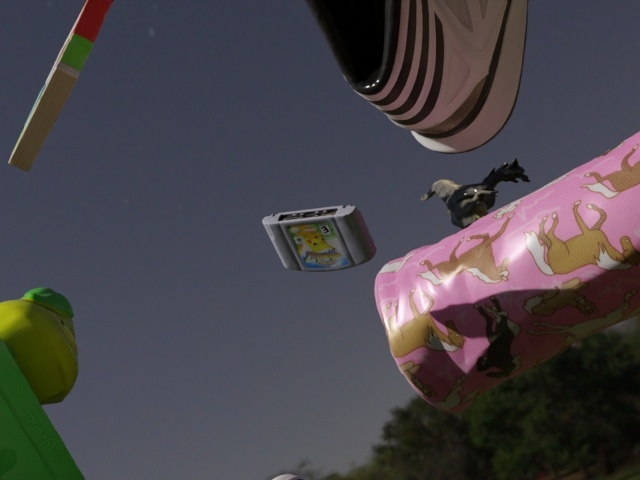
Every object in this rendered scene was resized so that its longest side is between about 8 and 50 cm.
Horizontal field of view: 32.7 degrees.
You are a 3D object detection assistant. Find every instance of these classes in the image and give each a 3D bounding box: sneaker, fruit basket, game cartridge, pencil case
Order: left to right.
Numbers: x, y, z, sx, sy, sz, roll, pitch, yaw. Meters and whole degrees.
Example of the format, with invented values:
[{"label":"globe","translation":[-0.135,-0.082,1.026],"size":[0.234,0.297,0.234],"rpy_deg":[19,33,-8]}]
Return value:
[{"label":"fruit basket","translation":[-0.439,0.215,1.535],"size":[0.283,0.392,0.392],"rpy_deg":[11,9,41]},{"label":"game cartridge","translation":[0.000,0.000,0.866],"size":[0.083,0.017,0.056],"rpy_deg":[-6,-50,28]},{"label":"sneaker","translation":[0.112,-0.329,1.052],"size":[0.169,0.448,0.257],"rpy_deg":[2,-10,34]},{"label":"pencil case","translation":[0.227,0.007,0.915],"size":[0.386,0.160,0.167],"rpy_deg":[-31,-46,24]}]

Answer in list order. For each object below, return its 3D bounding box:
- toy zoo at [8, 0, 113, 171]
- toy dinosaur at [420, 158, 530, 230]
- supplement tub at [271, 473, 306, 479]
[{"label":"toy zoo","translation":[-0.318,-0.249,1.415],"size":[0.030,0.293,0.192],"rpy_deg":[26,-43,-17]},{"label":"toy dinosaur","translation":[0.207,-0.059,1.420],"size":[0.118,0.064,0.268],"rpy_deg":[-35,20,2]},{"label":"supplement tub","translation":[0.013,0.348,1.130],"size":[0.144,0.199,0.144],"rpy_deg":[-46,-30,-37]}]
